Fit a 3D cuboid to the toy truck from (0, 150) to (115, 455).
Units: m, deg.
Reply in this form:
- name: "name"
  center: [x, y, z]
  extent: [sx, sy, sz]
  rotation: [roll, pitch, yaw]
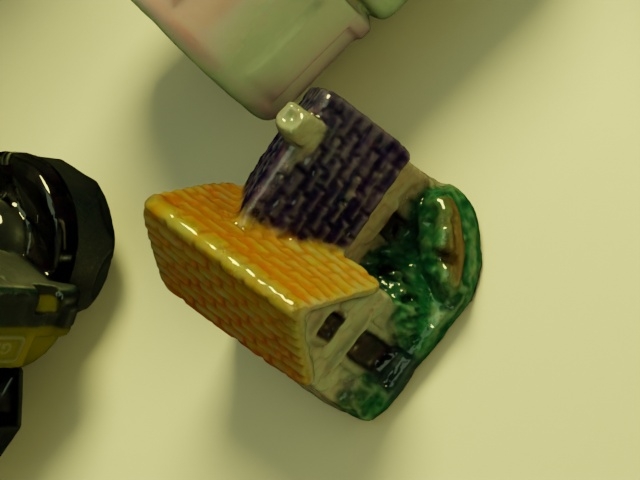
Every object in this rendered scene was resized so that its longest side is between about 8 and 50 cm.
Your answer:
- name: "toy truck"
  center: [-0.210, 0.012, 0.775]
  extent: [0.224, 0.147, 0.165]
  rotation: [36, 111, 34]

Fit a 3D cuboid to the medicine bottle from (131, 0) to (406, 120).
- name: "medicine bottle"
  center: [-0.007, -0.148, 0.733]
  extent: [0.168, 0.135, 0.135]
  rotation: [-44, 59, 4]

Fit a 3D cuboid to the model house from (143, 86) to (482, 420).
- name: "model house"
  center: [0.000, 0.000, 0.693]
  extent: [0.088, 0.100, 0.101]
  rotation: [35, 88, 31]
